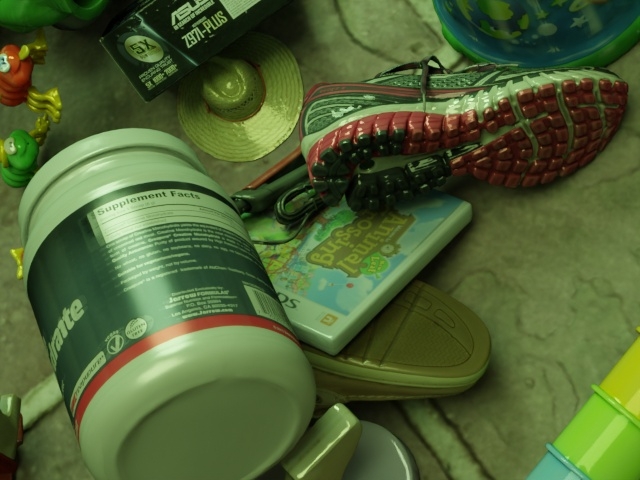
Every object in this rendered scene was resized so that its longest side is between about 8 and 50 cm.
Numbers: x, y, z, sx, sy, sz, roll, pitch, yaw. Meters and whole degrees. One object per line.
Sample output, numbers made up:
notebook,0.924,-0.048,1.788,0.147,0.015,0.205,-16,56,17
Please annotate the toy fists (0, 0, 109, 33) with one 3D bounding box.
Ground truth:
toy fists,-0.232,-0.316,1.616,0.142,0.096,0.279,9,66,32

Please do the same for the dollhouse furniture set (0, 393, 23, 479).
dollhouse furniture set,-0.447,0.234,1.614,0.374,0.201,0.152,-3,71,13

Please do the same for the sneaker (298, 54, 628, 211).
sneaker,0.128,-0.118,1.520,0.299,0.121,0.112,-8,47,-8

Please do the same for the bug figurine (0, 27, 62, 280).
bug figurine,-0.272,-0.050,1.633,0.072,0.216,0.279,-12,69,-15

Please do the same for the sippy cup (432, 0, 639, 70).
sippy cup,0.183,-0.289,1.529,0.305,0.224,0.240,-15,67,16

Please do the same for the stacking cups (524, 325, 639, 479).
stacking cups,0.207,0.224,1.430,0.096,0.096,0.316,39,94,27

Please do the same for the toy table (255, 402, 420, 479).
toy table,-0.044,0.259,1.465,0.252,0.161,0.274,31,84,27

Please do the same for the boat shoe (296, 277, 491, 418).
boat shoe,-0.011,0.096,1.540,0.341,0.110,0.122,9,43,18

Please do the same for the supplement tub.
supplement tub,-0.132,0.059,1.388,0.191,0.191,0.272,-33,51,8

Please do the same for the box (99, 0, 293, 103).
box,-0.116,-0.226,1.659,0.180,0.147,0.077,-34,104,8

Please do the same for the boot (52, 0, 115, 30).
boot,-0.145,-0.339,1.686,0.338,0.118,0.222,-56,37,-2

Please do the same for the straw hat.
straw hat,-0.089,-0.153,1.678,0.144,0.061,0.144,-7,71,19

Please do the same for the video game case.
video game case,0.000,0.000,1.544,0.193,0.023,0.212,23,49,31

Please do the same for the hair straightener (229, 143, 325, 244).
hair straightener,-0.001,-0.062,1.558,0.230,0.047,0.089,-33,47,-31
